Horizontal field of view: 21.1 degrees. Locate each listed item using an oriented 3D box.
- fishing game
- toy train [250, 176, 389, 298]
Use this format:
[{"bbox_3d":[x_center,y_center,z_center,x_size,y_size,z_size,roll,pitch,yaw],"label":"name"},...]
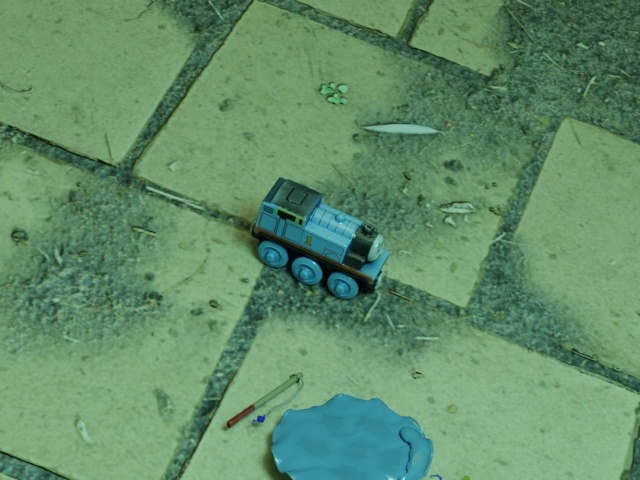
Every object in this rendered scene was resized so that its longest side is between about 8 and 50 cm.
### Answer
[{"bbox_3d":[0.034,0.241,1.959,0.264,0.041,0.189,27,39,28],"label":"fishing game"},{"bbox_3d":[0.000,0.000,2.164,0.184,0.105,0.080,24,43,8],"label":"toy train"}]
